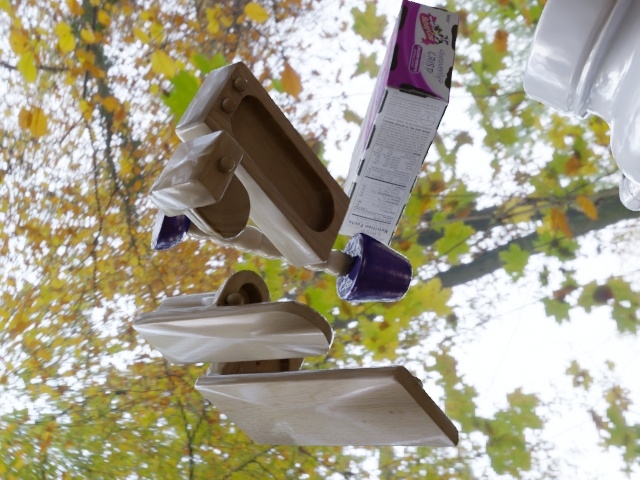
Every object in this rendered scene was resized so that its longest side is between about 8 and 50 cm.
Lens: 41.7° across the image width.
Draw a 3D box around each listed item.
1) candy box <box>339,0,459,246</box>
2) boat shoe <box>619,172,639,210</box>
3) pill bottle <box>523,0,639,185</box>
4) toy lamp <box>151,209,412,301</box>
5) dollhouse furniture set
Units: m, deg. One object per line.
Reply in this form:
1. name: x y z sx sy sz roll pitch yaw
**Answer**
1. candy box: 0.086 -0.128 0.954 0.071 0.233 0.159 16 -130 -3
2. boat shoe: 0.419 -0.134 1.012 0.095 0.084 0.258 41 -126 4
3. pill bottle: 0.376 -0.102 0.632 0.408 0.229 0.229 31 -115 20
4. toy lamp: -0.035 0.009 0.888 0.275 0.080 0.080 14 -106 -17
5. dollhouse furniture set: 0.000 0.000 0.421 0.144 0.123 0.151 50 -133 -33
